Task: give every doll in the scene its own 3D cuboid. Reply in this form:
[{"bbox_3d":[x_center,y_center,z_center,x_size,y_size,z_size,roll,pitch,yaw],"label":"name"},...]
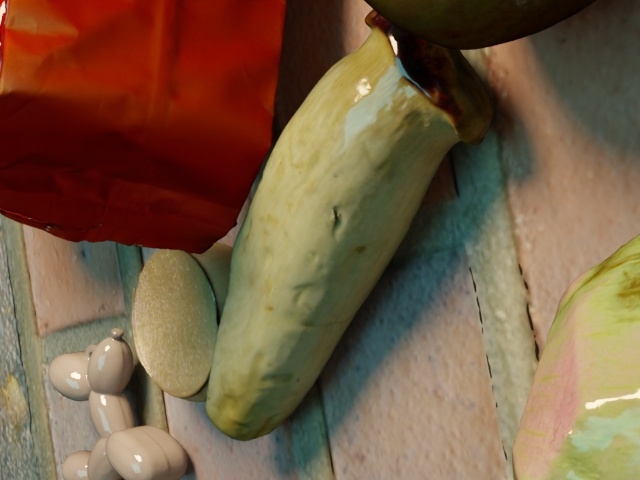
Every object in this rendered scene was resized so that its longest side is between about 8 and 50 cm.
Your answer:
[{"bbox_3d":[-0.175,0.157,1.010,0.160,0.059,0.161,51,128,31],"label":"doll"}]

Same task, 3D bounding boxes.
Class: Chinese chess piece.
[{"bbox_3d":[-0.090,0.060,0.915,0.122,0.051,0.122,5,96,50],"label":"Chinese chess piece"}]

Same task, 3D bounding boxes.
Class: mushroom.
[{"bbox_3d":[-0.002,-0.003,0.789,0.107,0.087,0.333,56,133,30],"label":"mushroom"}]

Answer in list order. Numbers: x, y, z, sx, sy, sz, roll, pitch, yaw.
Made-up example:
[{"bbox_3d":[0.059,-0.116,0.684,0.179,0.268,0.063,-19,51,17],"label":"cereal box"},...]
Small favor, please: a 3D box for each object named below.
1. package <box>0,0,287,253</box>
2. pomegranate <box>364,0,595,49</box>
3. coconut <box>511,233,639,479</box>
[{"bbox_3d":[-0.119,-0.208,0.783,0.123,0.196,0.424,3,87,63],"label":"package"},{"bbox_3d":[0.090,-0.196,0.597,0.210,0.180,0.180,-48,58,50],"label":"pomegranate"},{"bbox_3d":[0.182,0.082,0.501,0.236,0.236,0.205,-9,121,48],"label":"coconut"}]
